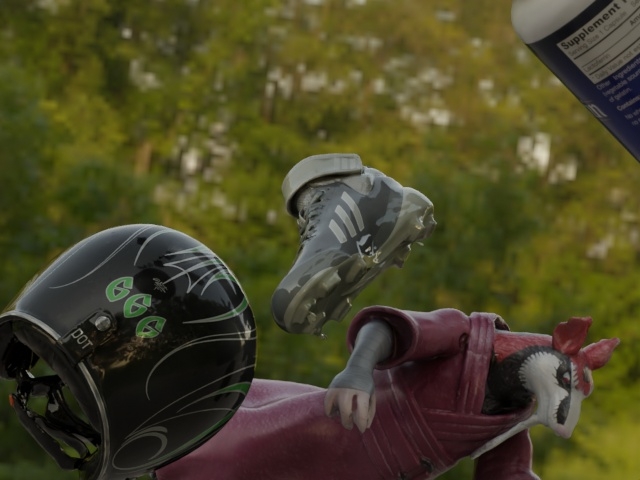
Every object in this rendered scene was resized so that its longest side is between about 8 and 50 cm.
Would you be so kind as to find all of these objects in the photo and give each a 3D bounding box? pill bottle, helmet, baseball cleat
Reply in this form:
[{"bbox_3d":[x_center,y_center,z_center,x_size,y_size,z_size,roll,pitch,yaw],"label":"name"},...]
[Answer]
[{"bbox_3d":[0.248,-0.176,1.475,0.265,0.153,0.153,45,-11,-11],"label":"pill bottle"},{"bbox_3d":[-0.119,0.069,1.201,0.169,0.169,0.161,5,27,47],"label":"helmet"},{"bbox_3d":[0.000,0.000,1.314,0.109,0.072,0.206,36,30,15],"label":"baseball cleat"}]

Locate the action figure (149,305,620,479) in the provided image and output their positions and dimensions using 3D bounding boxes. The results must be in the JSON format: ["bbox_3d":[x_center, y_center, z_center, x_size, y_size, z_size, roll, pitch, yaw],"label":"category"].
[{"bbox_3d":[0.059,0.150,1.428,0.370,0.248,0.275,-27,24,9],"label":"action figure"}]
